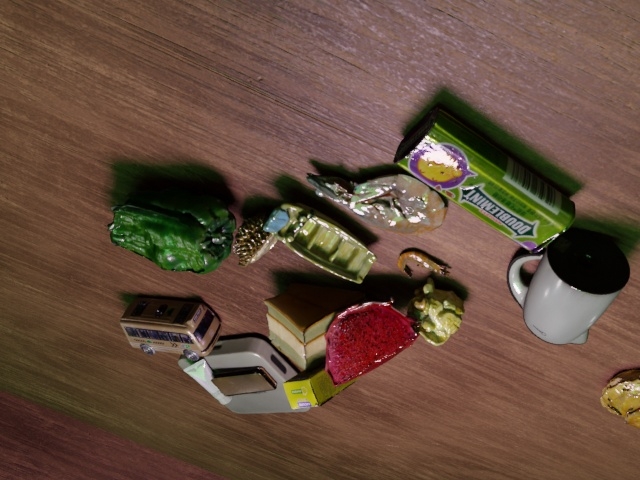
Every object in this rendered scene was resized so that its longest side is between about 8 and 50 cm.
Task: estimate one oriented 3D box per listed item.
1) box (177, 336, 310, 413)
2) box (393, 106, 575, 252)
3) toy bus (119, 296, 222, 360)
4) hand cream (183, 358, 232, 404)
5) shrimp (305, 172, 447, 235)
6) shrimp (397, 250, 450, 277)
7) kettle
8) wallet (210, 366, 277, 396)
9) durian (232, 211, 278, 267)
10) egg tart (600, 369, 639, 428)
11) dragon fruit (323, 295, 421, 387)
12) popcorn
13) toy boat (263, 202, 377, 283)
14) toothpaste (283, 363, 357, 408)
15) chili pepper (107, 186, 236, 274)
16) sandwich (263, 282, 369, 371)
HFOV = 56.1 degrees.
[{"bbox_3d":[-0.251,0.464,2.047,0.373,0.090,0.367,-11,131,32],"label":"box"},{"bbox_3d":[0.317,-0.108,1.156,0.345,0.097,0.134,31,138,-14],"label":"box"},{"bbox_3d":[-0.463,0.264,1.864,0.289,0.139,0.157,4,133,23],"label":"toy bus"},{"bbox_3d":[-0.364,0.469,1.991,0.078,0.050,0.205,-28,124,8],"label":"hand cream"},{"bbox_3d":[0.123,-0.096,1.280,0.316,0.062,0.164,20,137,-8],"label":"shrimp"},{"bbox_3d":[0.246,0.066,1.440,0.127,0.025,0.091,21,141,4],"label":"shrimp"},{"bbox_3d":[0.508,0.098,1.292,0.221,0.161,0.236,35,149,25],"label":"kettle"},{"bbox_3d":[-0.249,0.457,1.934,0.198,0.031,0.110,-14,130,25],"label":"wallet"},{"bbox_3d":[-0.149,-0.018,1.435,0.188,0.148,0.091,-44,84,24],"label":"durian"},{"bbox_3d":[0.853,0.419,1.550,0.241,0.106,0.241,8,139,7],"label":"egg tart"},{"bbox_3d":[0.122,0.232,1.505,0.274,0.161,0.126,-35,164,13],"label":"dragon fruit"},{"bbox_3d":[0.285,0.174,1.485,0.135,0.162,0.141,-14,168,-13],"label":"popcorn"},{"bbox_3d":[-0.002,-0.003,1.391,0.276,0.084,0.111,29,104,-20],"label":"toy boat"},{"bbox_3d":[0.053,0.347,1.623,0.110,0.327,0.077,-20,91,45],"label":"toothpaste"},{"bbox_3d":[-0.364,-0.036,1.467,0.385,0.167,0.213,7,125,33],"label":"chili pepper"},{"bbox_3d":[-0.013,0.204,1.613,0.198,0.227,0.155,30,132,44],"label":"sandwich"}]
